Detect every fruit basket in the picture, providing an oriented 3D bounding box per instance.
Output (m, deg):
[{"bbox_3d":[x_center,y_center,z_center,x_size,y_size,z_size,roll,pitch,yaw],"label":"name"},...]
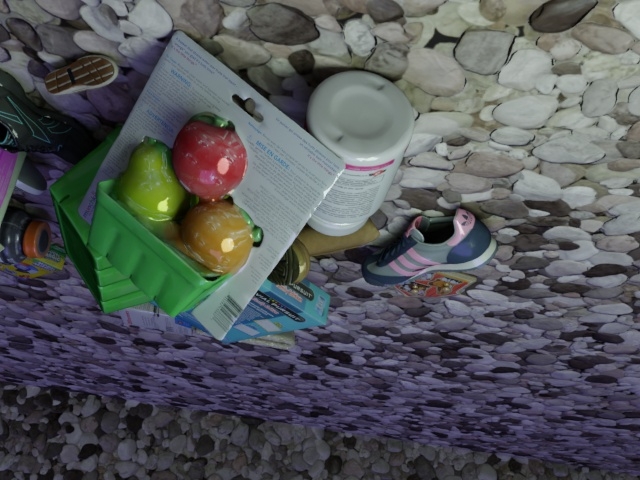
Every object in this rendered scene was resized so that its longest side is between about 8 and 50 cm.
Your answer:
[{"bbox_3d":[-0.178,-0.077,1.102,0.327,0.353,0.165,39,-164,9],"label":"fruit basket"},{"bbox_3d":[-0.300,-0.040,1.422,0.392,0.283,0.392,-34,166,-9],"label":"fruit basket"}]

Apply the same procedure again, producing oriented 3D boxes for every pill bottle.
[{"bbox_3d":[0.042,-0.125,1.164,0.160,0.160,0.283,10,154,-3],"label":"pill bottle"},{"bbox_3d":[-0.756,-0.015,1.674,0.245,0.130,0.130,7,154,2],"label":"pill bottle"}]

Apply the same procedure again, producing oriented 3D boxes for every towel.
[{"bbox_3d":[-0.208,0.232,1.990,0.282,0.049,0.187,12,-165,-7],"label":"towel"}]

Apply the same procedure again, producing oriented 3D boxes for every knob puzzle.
[{"bbox_3d":[0.250,0.110,1.736,0.213,0.030,0.213,7,155,3],"label":"knob puzzle"}]

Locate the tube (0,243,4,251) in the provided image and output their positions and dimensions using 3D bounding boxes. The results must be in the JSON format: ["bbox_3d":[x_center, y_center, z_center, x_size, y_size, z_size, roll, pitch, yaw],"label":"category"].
[{"bbox_3d":[-0.810,-0.038,1.587,0.240,0.062,0.070,46,129,-2],"label":"tube"}]

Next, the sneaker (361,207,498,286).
[{"bbox_3d":[0.194,0.006,1.480,0.319,0.112,0.131,-17,128,38],"label":"sneaker"}]

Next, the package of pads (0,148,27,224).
[{"bbox_3d":[-0.645,-0.163,1.221,0.101,0.229,0.296,-4,151,25],"label":"package of pads"}]

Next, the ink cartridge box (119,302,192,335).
[{"bbox_3d":[-0.459,0.196,2.068,0.203,0.086,0.148,11,154,-4],"label":"ink cartridge box"}]

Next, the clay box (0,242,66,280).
[{"bbox_3d":[-0.765,0.045,1.890,0.222,0.053,0.127,-12,148,38],"label":"clay box"}]

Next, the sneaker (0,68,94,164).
[{"bbox_3d":[-0.514,-0.190,1.269,0.101,0.106,0.267,-10,150,31],"label":"sneaker"}]

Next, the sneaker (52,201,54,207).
[{"bbox_3d":[-0.547,-0.044,1.637,0.086,0.064,0.192,15,154,3],"label":"sneaker"}]

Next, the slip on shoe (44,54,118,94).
[{"bbox_3d":[-0.374,-0.261,1.154,0.135,0.051,0.041,-13,-172,23],"label":"slip on shoe"}]

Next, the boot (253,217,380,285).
[{"bbox_3d":[0.000,0.000,1.340,0.269,0.089,0.236,-11,-162,-33],"label":"boot"}]

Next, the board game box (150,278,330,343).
[{"bbox_3d":[-0.187,0.133,1.660,0.336,0.079,0.253,-16,141,38],"label":"board game box"}]

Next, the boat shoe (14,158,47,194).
[{"bbox_3d":[-0.645,-0.146,1.415,0.219,0.078,0.070,34,117,-29],"label":"boat shoe"}]
